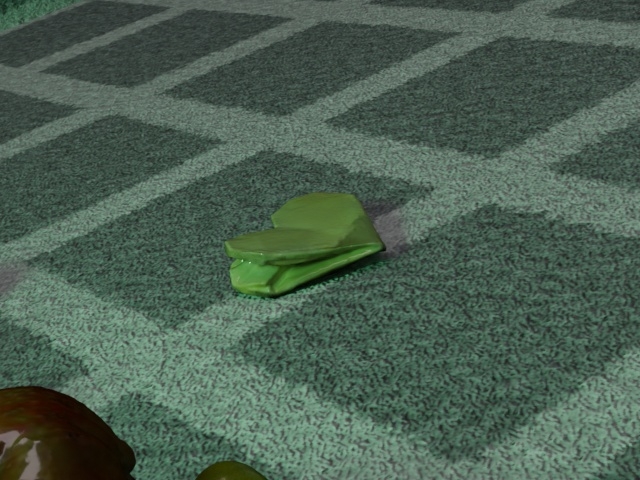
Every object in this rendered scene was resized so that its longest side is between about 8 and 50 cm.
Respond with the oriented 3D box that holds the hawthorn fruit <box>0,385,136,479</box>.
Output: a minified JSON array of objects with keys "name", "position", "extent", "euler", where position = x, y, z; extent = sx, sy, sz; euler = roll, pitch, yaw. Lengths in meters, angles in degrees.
[{"name":"hawthorn fruit","position":[-0.228,0.237,0.969],"extent":[0.262,0.258,0.258],"euler":[-39,18,14]}]

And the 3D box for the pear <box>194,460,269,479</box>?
[{"name":"pear","position":[-0.066,0.220,1.101],"extent":[0.092,0.092,0.097],"euler":[5,12,41]}]

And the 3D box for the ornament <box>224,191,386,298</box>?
[{"name":"ornament","position":[0.000,0.000,1.624],"extent":[0.180,0.059,0.201],"euler":[4,27,33]}]
